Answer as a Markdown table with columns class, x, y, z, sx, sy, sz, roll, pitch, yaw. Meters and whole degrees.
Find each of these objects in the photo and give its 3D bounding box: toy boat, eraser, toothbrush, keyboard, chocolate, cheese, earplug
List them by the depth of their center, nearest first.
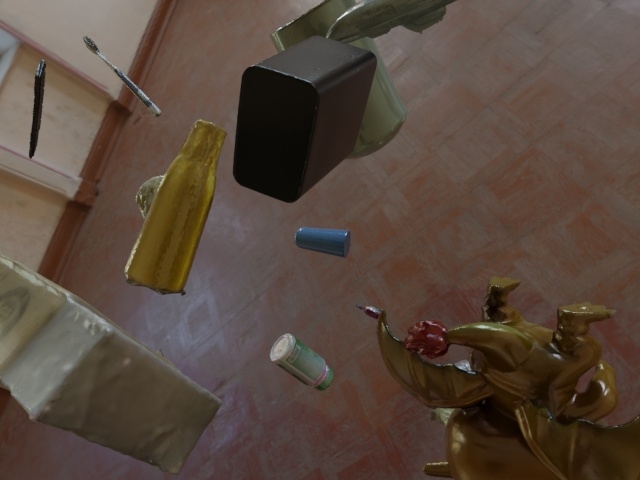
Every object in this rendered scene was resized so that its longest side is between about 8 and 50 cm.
| class | x | y | z | sx | sy | sz | roll | pitch | yaw |
| --- | --- | --- | --- | --- | --- | --- | --- | --- | --- |
| eraser | -0.252 | 0.093 | 0.397 | 0.343 | 0.144 | 0.078 | 11 | 57 | 39 |
| toy boat | 0.121 | -0.401 | 0.754 | 0.260 | 0.085 | 0.078 | -8 | 45 | 30 |
| keyboard | -0.703 | -0.321 | 1.034 | 0.250 | 0.017 | 0.087 | -53 | 40 | 37 |
| chocolate | -0.349 | -0.087 | 1.071 | 0.162 | 0.162 | 0.445 | 20 | 89 | 40 |
| toothbrush | -0.512 | -0.424 | 1.075 | 0.288 | 0.026 | 0.024 | 46 | 66 | 3 |
| cheese | 0.201 | 0.290 | 1.706 | 0.145 | 0.095 | 0.038 | 13 | 71 | 52 |
| earplug | 0.000 | 0.000 | 2.023 | 0.273 | 0.132 | 0.132 | 8 | 74 | 16 |

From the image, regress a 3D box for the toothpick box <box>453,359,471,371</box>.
| class | x | y | z | sx | sy | sz | roll | pitch | yaw |
| --- | --- | --- | --- | --- | --- | --- | --- | --- | --- |
| toothpick box | 0.418 | 0.452 | 1.342 | 0.149 | 0.098 | 0.098 | -12 | 55 | -13 |

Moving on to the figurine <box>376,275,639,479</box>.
| class | x | y | z | sx | sy | sz | roll | pitch | yaw |
| --- | --- | --- | --- | --- | --- | --- | --- | --- | --- |
| figurine | 0.289 | 0.266 | 0.670 | 0.401 | 0.268 | 0.387 | 10 | 108 | 39 |

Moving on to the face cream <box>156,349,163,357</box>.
| class | x | y | z | sx | sy | sz | roll | pitch | yaw |
| --- | --- | --- | --- | --- | --- | --- | --- | --- | --- |
| face cream | -0.437 | 0.311 | 1.027 | 0.115 | 0.020 | 0.038 | -26 | 76 | -2 |

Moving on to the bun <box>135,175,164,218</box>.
| class | x | y | z | sx | sy | sz | roll | pitch | yaw |
| --- | --- | --- | --- | --- | --- | --- | --- | --- | --- |
| bun | -0.445 | -0.094 | 1.202 | 0.183 | 0.183 | 0.102 | -32 | 24 | 21 |

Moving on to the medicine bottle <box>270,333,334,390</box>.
| class | x | y | z | sx | sy | sz | roll | pitch | yaw |
| --- | --- | --- | --- | --- | --- | --- | --- | --- | --- |
| medicine bottle | -0.070 | 0.512 | 1.727 | 0.133 | 0.274 | 0.133 | -39 | 24 | 21 |

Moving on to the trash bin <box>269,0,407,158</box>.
| class | x | y | z | sx | sy | sz | roll | pitch | yaw |
| --- | --- | --- | --- | --- | --- | --- | --- | --- | --- |
| trash bin | 0.066 | -0.450 | 1.209 | 0.280 | 0.432 | 0.280 | -24 | 28 | 14 |

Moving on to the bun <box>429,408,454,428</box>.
| class | x | y | z | sx | sy | sz | roll | pitch | yaw |
| --- | --- | --- | --- | --- | --- | --- | --- | --- | --- |
| bun | 0.441 | 0.460 | 0.958 | 0.202 | 0.364 | 0.364 | -44 | 49 | -8 |

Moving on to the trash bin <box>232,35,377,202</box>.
| class | x | y | z | sx | sy | sz | roll | pitch | yaw |
| --- | --- | --- | --- | --- | --- | --- | --- | --- | --- |
| trash bin | -0.017 | -0.169 | 0.565 | 0.115 | 0.225 | 0.165 | 21 | 125 | 8 |
